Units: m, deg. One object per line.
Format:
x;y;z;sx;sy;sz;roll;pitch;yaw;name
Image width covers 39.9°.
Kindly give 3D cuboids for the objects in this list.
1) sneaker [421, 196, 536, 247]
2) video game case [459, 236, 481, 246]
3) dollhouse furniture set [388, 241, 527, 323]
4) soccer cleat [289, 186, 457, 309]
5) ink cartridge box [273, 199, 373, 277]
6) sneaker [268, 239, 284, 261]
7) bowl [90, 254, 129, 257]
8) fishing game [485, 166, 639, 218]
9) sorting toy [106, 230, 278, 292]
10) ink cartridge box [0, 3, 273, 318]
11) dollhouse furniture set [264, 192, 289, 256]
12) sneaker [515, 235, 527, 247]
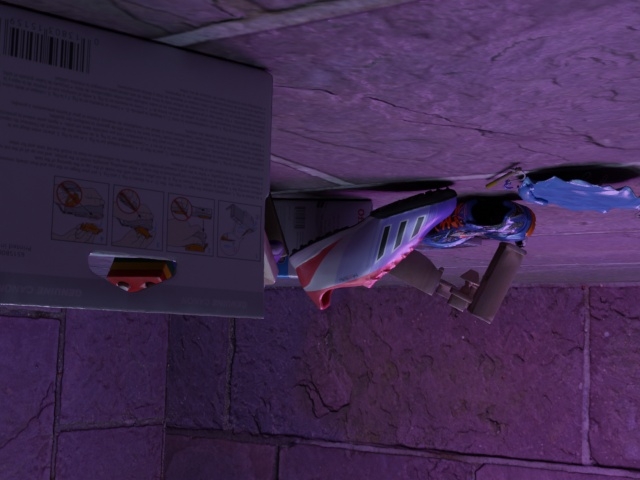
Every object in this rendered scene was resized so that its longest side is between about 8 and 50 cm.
0.254;-0.042;1.523;0.221;0.083;0.087;-8;156;25;sneaker
0.237;0.002;2.039;0.184;0.023;0.201;7;171;-36;video game case
0.242;0.018;1.924;0.356;0.173;0.303;27;-178;3;dollhouse furniture set
0.098;0.011;1.458;0.318;0.116;0.109;-25;176;27;soccer cleat
0.000;0.000;1.596;0.191;0.139;0.082;1;175;5;ink cartridge box
-0.151;-0.026;1.436;0.236;0.104;0.095;45;178;-16;sneaker
-0.232;-0.075;0.948;0.312;0.163;0.311;2;173;0;bowl
0.388;-0.075;1.315;0.264;0.041;0.189;10;172;-3;fishing game
-0.219;-0.003;1.299;0.256;0.089;0.257;0;137;15;sorting toy
-0.170;-0.056;0.769;0.275;0.238;0.060;7;171;-37;ink cartridge box
-0.139;-0.023;1.554;0.151;0.144;0.123;-17;180;9;dollhouse furniture set
0.430;-0.004;1.887;0.032;0.036;0.083;1;172;22;sneaker
